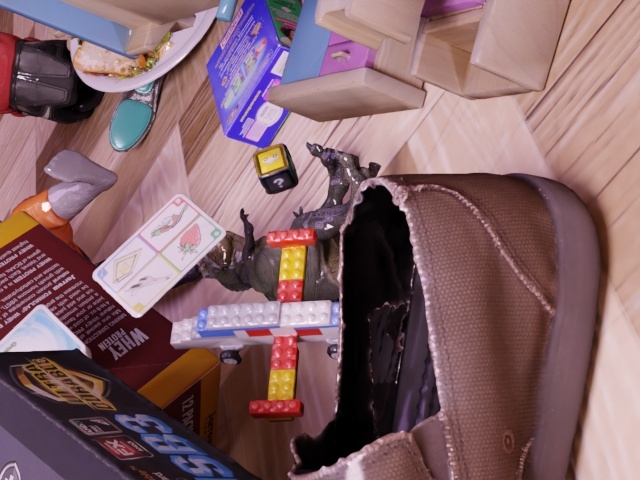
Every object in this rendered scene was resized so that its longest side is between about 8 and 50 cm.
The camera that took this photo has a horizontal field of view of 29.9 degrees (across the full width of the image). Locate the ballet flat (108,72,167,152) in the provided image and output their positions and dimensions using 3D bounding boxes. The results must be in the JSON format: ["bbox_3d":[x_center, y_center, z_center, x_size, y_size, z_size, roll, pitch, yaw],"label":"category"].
[{"bbox_3d":[-0.179,-0.141,1.199,0.041,0.041,0.114,22,92,62],"label":"ballet flat"}]

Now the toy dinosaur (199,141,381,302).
[{"bbox_3d":[0.000,0.000,0.767,0.268,0.064,0.118,23,97,58],"label":"toy dinosaur"}]

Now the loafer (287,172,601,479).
[{"bbox_3d":[0.032,0.132,0.542,0.134,0.130,0.365,-22,55,55],"label":"loafer"}]

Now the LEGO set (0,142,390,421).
[{"bbox_3d":[-0.077,0.048,0.670,0.244,0.060,0.182,-44,58,-11],"label":"LEGO set"}]

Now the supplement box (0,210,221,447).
[{"bbox_3d":[-0.200,0.118,0.782,0.194,0.191,0.129,33,140,23],"label":"supplement box"}]

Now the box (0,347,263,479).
[{"bbox_3d":[-0.086,0.235,0.515,0.296,0.073,0.293,26,105,41],"label":"box"}]

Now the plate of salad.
[{"bbox_3d":[-0.175,-0.237,1.172,0.200,0.048,0.199,-17,58,28],"label":"plate of salad"}]

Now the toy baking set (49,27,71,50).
[{"bbox_3d":[-0.216,-0.308,1.295,0.197,0.030,0.256,-13,57,30],"label":"toy baking set"}]

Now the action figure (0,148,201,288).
[{"bbox_3d":[-0.233,0.095,1.081,0.330,0.179,0.341,-17,88,64],"label":"action figure"}]

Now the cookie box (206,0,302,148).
[{"bbox_3d":[-0.047,-0.140,0.948,0.092,0.040,0.107,-55,32,29],"label":"cookie box"}]

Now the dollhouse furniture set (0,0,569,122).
[{"bbox_3d":[-0.046,-0.218,0.715,0.286,0.303,0.198,2,76,61],"label":"dollhouse furniture set"}]

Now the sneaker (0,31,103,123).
[{"bbox_3d":[-0.313,-0.186,1.399,0.276,0.135,0.097,-115,33,-83],"label":"sneaker"}]
